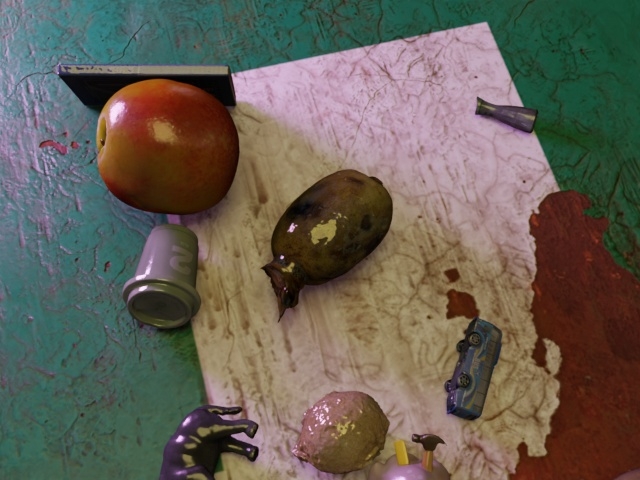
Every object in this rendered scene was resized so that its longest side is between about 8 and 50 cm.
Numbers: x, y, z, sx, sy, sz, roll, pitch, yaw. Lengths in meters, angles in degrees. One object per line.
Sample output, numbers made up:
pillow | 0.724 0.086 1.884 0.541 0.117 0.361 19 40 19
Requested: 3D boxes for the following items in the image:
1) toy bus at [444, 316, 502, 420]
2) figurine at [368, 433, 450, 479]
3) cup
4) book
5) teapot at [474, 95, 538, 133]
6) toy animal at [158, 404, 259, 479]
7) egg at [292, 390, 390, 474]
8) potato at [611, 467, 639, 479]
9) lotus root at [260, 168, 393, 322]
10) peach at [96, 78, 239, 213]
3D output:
toy bus | 0.232 0.195 1.405 0.061 0.051 0.153 23 65 -4
figurine | 0.110 0.377 1.282 0.137 0.112 0.229 36 81 23
cup | -0.236 0.052 1.434 0.120 0.120 0.141 5 50 1
book | -0.278 -0.256 1.535 0.269 0.191 0.025 0 85 -2
teapot | 0.321 -0.221 1.618 0.110 0.043 0.043 17 65 12
toy animal | -0.175 0.354 1.299 0.137 0.082 0.270 20 69 11
egg | 0.031 0.276 1.327 0.140 0.118 0.116 -30 108 -24
potato | 0.421 0.426 1.242 0.165 0.165 0.262 21 56 9
lotus root | -0.001 -0.002 1.439 0.154 0.154 0.278 39 69 16
peach | -0.239 -0.142 1.460 0.231 0.231 0.231 1 64 -1
